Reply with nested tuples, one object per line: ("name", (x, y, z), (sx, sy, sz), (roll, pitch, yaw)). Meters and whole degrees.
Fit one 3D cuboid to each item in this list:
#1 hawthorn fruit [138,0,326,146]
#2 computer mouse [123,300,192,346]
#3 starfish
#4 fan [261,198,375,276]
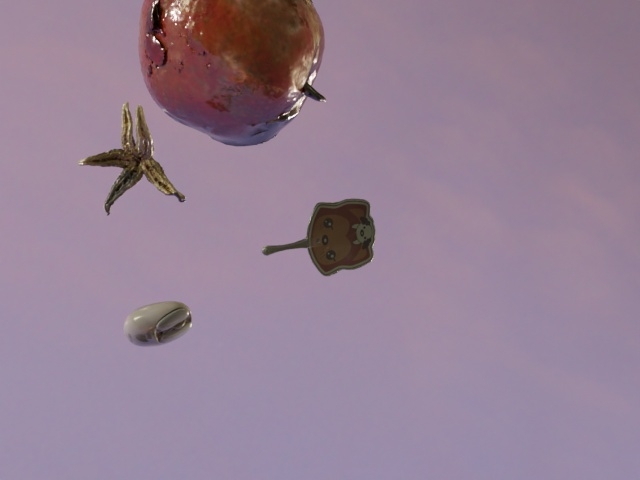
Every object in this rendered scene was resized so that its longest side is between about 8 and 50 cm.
("hawthorn fruit", (-0.142, -0.290, 1.737), (0.316, 0.316, 0.316), (32, -147, -23))
("computer mouse", (-0.226, 0.120, 1.593), (0.096, 0.066, 0.039), (-10, -139, -5))
("starfish", (-0.218, -0.086, 1.384), (0.130, 0.133, 0.041), (36, -170, -12))
("fan", (0.000, 0.000, 1.965), (0.220, 0.132, 0.009), (-10, -167, -25))
